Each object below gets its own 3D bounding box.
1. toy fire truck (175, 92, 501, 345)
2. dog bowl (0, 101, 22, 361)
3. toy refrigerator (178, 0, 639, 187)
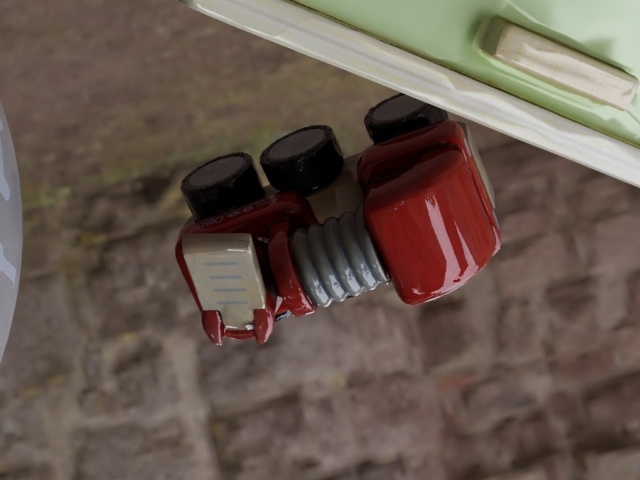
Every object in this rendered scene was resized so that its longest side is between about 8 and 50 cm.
[{"bbox_3d":[0.000,0.000,1.295,0.217,0.158,0.246,-18,-157,11],"label":"toy fire truck"},{"bbox_3d":[-0.285,0.002,0.869,0.349,0.349,0.102,-18,166,23],"label":"dog bowl"},{"bbox_3d":[0.084,-0.080,0.623,0.269,0.102,0.094,20,-171,-24],"label":"toy refrigerator"}]
